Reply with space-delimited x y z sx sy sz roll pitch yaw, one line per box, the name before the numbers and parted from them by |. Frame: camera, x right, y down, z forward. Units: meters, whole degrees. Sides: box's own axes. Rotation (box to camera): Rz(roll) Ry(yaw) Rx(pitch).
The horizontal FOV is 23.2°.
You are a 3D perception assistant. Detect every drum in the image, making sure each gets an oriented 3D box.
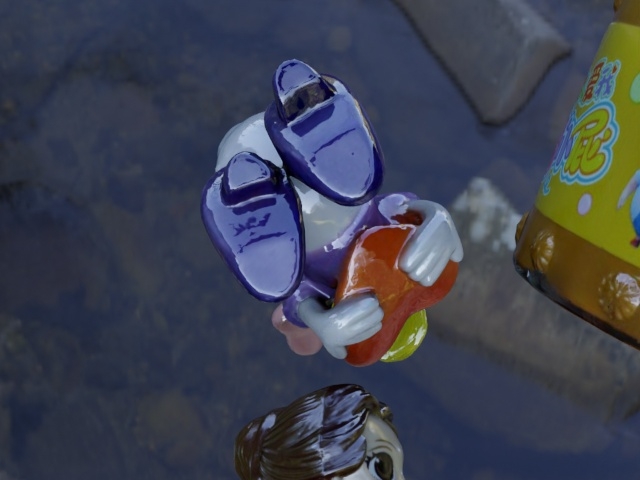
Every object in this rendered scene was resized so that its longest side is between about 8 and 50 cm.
drum | 0.355 -0.007 1.010 0.431 0.431 0.214 22 99 13

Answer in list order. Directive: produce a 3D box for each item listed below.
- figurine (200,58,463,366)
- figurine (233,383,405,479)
figurine | 0.002 0.001 1.198 0.154 0.421 0.193 -46 62 -6
figurine | 0.038 0.252 1.081 0.187 0.168 0.315 10 61 -42
